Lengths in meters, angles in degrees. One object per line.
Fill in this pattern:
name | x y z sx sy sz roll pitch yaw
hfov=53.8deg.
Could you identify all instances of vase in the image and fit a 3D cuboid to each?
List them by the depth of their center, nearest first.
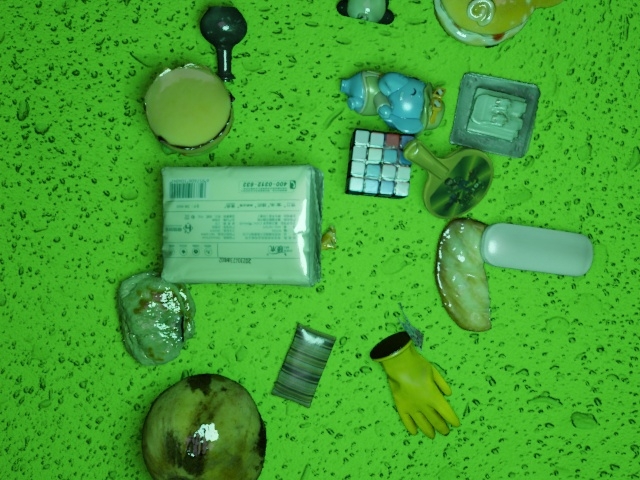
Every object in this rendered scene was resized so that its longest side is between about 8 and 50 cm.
vase | -0.245 -0.496 1.600 0.120 0.120 0.183 2 106 1

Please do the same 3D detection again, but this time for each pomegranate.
pomegranate | -0.281 0.485 1.536 0.321 0.322 0.322 0 91 1

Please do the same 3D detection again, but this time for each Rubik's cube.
Rubik's cube | 0.144 -0.186 1.574 0.151 0.154 0.155 7 92 0

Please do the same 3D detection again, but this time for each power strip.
power strip | 0.450 -0.322 1.611 0.213 0.064 0.199 10 90 2

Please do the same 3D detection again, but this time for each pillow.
pillow | -0.043 0.327 1.648 0.113 0.038 0.204 22 92 -3

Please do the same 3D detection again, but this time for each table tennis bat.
table tennis bat | 0.306 -0.160 1.536 0.320 0.050 0.198 27 109 -42

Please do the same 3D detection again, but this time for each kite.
kite | 0.229 0.220 1.609 0.011 0.139 0.157 -34 53 17

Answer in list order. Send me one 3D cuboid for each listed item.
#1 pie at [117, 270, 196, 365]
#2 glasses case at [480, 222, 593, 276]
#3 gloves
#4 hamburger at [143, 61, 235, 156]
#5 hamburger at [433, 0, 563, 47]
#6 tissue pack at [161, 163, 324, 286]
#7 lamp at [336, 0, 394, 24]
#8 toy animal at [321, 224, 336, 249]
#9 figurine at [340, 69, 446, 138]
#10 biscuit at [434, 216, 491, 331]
pie | -0.422 0.199 1.625 0.200 0.090 0.248 -9 95 -2
glasses case | 0.549 0.024 1.600 0.296 0.075 0.113 8 90 -10
gloves | 0.248 0.390 1.627 0.133 0.116 0.294 -25 101 29
hamburger | -0.328 -0.317 1.583 0.237 0.149 0.237 0 86 -6
hamburger | 0.437 -0.617 1.545 0.302 0.186 0.261 15 92 -2
tissue pack | -0.184 -0.035 1.535 0.380 0.207 0.297 2 91 11
lamp | 0.135 -0.669 1.560 0.197 0.198 0.244 13 114 1
toy animal | 0.000 0.000 1.630 0.083 0.061 0.081 -4 131 0
figurine | 0.181 -0.340 1.566 0.261 0.180 0.154 6 111 -7
biscuit | 0.369 0.089 1.629 0.154 0.045 0.299 -1 92 -6
